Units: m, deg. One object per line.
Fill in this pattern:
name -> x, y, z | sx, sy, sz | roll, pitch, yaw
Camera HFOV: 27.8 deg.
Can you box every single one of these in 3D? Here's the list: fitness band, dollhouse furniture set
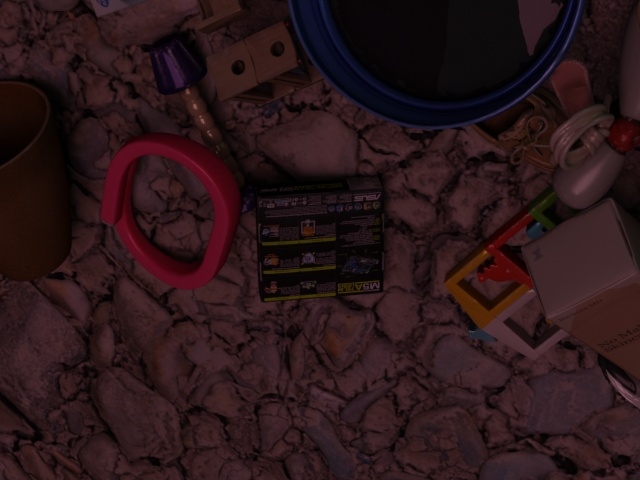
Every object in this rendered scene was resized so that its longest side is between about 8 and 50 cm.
fitness band -> -0.224, -0.044, 1.920 | 0.209, 0.054, 0.291 | 31, 138, 9
dollhouse furniture set -> -0.084, -0.295, 1.767 | 0.129, 0.129, 0.183 | -21, 84, 23

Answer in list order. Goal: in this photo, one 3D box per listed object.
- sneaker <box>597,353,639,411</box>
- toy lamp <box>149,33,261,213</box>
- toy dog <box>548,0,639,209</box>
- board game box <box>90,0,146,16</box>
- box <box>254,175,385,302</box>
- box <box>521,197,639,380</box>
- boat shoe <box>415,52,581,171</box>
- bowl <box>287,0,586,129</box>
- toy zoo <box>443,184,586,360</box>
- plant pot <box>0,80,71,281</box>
sneaker -> 0.538, 0.217, 1.927 | 0.272, 0.100, 0.108 | 23, 112, -7
toy lamp -> -0.167, -0.167, 1.869 | 0.080, 0.080, 0.274 | -14, 117, 21
toy dog -> 0.383, -0.218, 1.653 | 0.334, 0.161, 0.220 | -44, 146, 2
board game box -> -0.173, -0.449, 1.606 | 0.336, 0.079, 0.253 | -13, 107, 25
box -> 0.000, 0.000, 1.915 | 0.191, 0.045, 0.184 | -5, 123, -6
box -> 0.419, 0.076, 1.759 | 0.148, 0.121, 0.311 | -32, 142, 26
boat shoe -> 0.240, -0.177, 1.757 | 0.285, 0.089, 0.104 | 34, 122, -7
bowl -> 0.148, -0.337, 1.623 | 0.391, 0.077, 0.391 | 5, 102, 22
toy zoo -> 0.320, 0.059, 1.913 | 0.192, 0.030, 0.293 | 40, 120, -12
plant pot -> -0.474, -0.068, 1.933 | 0.237, 0.237, 0.254 | -3, 134, 15
